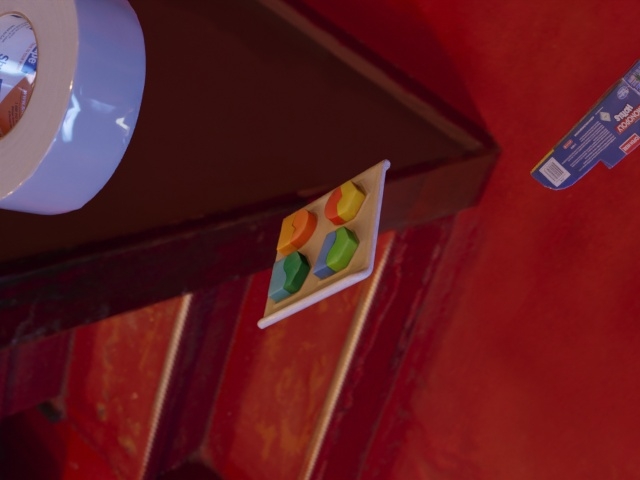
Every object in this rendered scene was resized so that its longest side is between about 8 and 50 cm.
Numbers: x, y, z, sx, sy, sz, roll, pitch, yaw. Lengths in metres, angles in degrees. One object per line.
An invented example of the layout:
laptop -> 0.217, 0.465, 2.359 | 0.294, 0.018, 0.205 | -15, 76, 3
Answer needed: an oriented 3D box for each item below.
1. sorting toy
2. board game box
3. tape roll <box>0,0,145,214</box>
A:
sorting toy -> 0.000, 0.000, 1.208 | 0.038, 0.208, 0.193 | 39, 134, -25
board game box -> 0.337, -0.151, 1.005 | 0.060, 0.194, 0.194 | 44, 153, 6
tape roll -> -0.251, -0.133, 0.827 | 0.219, 0.072, 0.219 | -8, 77, 39
